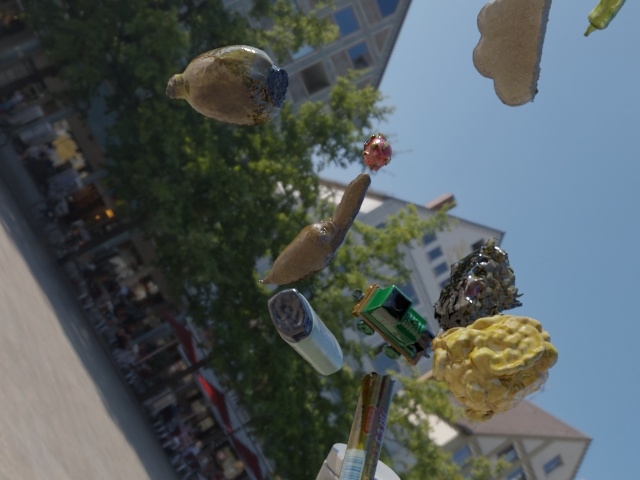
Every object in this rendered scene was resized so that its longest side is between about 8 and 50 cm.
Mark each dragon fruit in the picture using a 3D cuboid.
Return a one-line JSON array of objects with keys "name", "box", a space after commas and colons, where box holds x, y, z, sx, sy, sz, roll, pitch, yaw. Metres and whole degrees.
[{"name": "dragon fruit", "box": [0.159, -0.247, 1.905, 0.081, 0.116, 0.086, -17, -57, 33]}]

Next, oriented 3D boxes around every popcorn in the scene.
[{"name": "popcorn", "box": [0.275, 0.198, 1.095, 0.140, 0.194, 0.163, 91, -2, -62]}]

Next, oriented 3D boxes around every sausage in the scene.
[{"name": "sausage", "box": [0.081, 0.445, 1.402, 0.082, 0.372, 0.082, 12, -35, 8]}]

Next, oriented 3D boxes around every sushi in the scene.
[{"name": "sushi", "box": [0.324, 0.112, 1.372, 0.147, 0.212, 0.115, 48, -40, -10]}]

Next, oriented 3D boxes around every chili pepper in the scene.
[{"name": "chili pepper", "box": [0.438, -0.395, 1.010, 0.049, 0.043, 0.208, 26, -40, 24]}]

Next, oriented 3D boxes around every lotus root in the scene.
[{"name": "lotus root", "box": [-0.163, -0.272, 1.209, 0.138, 0.214, 0.138, 6, 90, -85]}]

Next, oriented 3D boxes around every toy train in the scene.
[{"name": "toy train", "box": [0.165, 0.178, 1.489, 0.227, 0.091, 0.136, 42, -30, -6]}]

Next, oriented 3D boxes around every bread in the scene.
[{"name": "bread", "box": [0.493, -0.520, 1.784, 0.183, 0.102, 0.337, 13, -80, 30]}]

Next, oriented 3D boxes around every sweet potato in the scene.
[{"name": "sweet potato", "box": [0.003, 0.000, 1.147, 0.075, 0.269, 0.075, 39, 17, -15]}]

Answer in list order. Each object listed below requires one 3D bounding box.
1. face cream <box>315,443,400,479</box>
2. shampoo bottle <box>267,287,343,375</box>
[{"name": "face cream", "box": [0.072, 0.570, 1.555, 0.177, 0.153, 0.177, 28, 0, 0]}, {"name": "shampoo bottle", "box": [-0.031, 0.187, 1.460, 0.359, 0.078, 0.134, 60, 6, -64]}]
